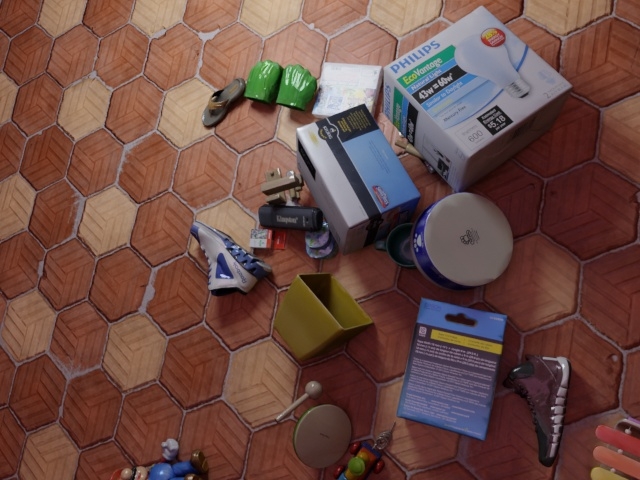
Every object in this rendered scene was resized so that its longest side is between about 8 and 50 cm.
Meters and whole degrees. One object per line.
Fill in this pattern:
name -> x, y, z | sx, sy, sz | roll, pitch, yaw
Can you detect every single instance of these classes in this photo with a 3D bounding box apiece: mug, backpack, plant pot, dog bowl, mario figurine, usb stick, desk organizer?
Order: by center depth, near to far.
dog bowl -> 0.389, 0.004, 1.527 | 0.265, 0.104, 0.264 | 2, 78, -11
mug -> 0.257, 0.013, 1.636 | 0.158, 0.097, 0.129 | 36, 93, 23
plant pot -> -0.009, 0.237, 1.637 | 0.212, 0.212, 0.187 | 48, 109, 21
desk organizer -> 0.323, -0.260, 1.693 | 0.047, 0.050, 0.130 | -37, 70, 9
mario figurine -> -0.528, 0.737, 1.719 | 0.321, 0.198, 0.169 | -17, 87, 11
backpack -> 0.000, 0.000, 1.736 | 0.105, 0.084, 0.114 | -5, 80, 20
usb stick -> -0.100, -0.073, 1.750 | 0.278, 0.045, 0.077 | 7, 98, 44

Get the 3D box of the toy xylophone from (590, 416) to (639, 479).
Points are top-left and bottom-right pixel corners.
toy xylophone -> 0.773, 0.602, 1.345 | 0.237, 0.081, 0.322 | 12, 84, 21

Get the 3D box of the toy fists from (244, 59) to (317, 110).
toy fists -> -0.133, -0.530, 1.878 | 0.279, 0.096, 0.142 | 20, 96, 32

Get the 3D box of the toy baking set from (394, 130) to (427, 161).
toy baking set -> 0.317, -0.332, 1.675 | 0.257, 0.030, 0.196 | 22, 69, 11

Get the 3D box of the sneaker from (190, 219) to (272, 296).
sneaker -> -0.331, 0.078, 1.812 | 0.316, 0.127, 0.182 | 34, 90, 20

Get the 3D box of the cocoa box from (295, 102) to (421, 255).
cocoa box -> 0.101, -0.177, 1.628 | 0.228, 0.231, 0.346 | -24, 71, -11

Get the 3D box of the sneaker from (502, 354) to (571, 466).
sneaker -> 0.557, 0.434, 1.454 | 0.163, 0.106, 0.281 | 8, 72, 26

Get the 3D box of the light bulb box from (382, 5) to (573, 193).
light bulb box -> 0.418, -0.394, 1.551 | 0.358, 0.225, 0.361 | -35, 70, -9

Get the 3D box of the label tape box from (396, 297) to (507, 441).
label tape box -> 0.366, 0.348, 1.525 | 0.241, 0.106, 0.333 | 11, 82, 20

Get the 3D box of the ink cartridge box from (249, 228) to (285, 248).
ink cartridge box -> -0.175, -0.004, 1.827 | 0.115, 0.029, 0.062 | 2, 80, 20

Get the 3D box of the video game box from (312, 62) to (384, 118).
video game box -> 0.091, -0.486, 1.822 | 0.205, 0.048, 0.186 | 11, 81, 21

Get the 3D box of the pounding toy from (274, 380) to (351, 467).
pounding toy -> -0.027, 0.537, 1.617 | 0.183, 0.110, 0.236 | -37, 106, -22

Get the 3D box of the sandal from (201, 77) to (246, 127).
sandal -> -0.354, -0.496, 1.961 | 0.219, 0.060, 0.089 | -37, 65, 23

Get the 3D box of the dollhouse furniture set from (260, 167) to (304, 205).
dollhouse furniture set -> -0.133, -0.204, 1.788 | 0.144, 0.151, 0.123 | -15, 74, 14

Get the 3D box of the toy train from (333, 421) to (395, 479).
toy train -> 0.120, 0.610, 1.538 | 0.105, 0.143, 0.247 | 34, 92, 22
